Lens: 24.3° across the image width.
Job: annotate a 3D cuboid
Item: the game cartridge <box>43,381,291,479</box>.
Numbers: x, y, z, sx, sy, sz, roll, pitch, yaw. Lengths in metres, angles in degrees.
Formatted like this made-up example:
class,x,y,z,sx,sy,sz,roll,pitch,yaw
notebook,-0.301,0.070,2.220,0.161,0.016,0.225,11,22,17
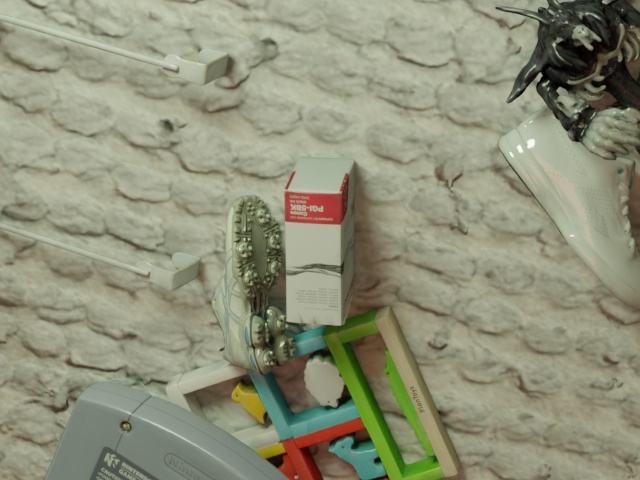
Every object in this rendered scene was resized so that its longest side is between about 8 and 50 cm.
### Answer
class,x,y,z,sx,sy,sz,roll,pitch,yaw
game cartridge,-0.138,0.278,1.518,0.297,0.062,0.198,31,114,10

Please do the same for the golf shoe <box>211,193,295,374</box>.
class,x,y,z,sx,sy,sz,roll,pitch,yaw
golf shoe,-0.081,0.043,1.450,0.086,0.069,0.176,0,98,40

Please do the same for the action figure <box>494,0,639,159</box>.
class,x,y,z,sx,sy,sz,roll,pitch,yaw
action figure,0.278,-0.130,1.278,0.276,0.141,0.164,40,88,-10

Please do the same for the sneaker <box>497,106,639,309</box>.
class,x,y,z,sx,sy,sz,roll,pitch,yaw
sneaker,0.259,-0.033,1.365,0.094,0.080,0.212,-37,103,6

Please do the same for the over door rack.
class,x,y,z,sx,sy,sz,roll,pitch,yaw
over door rack,-0.265,-0.090,1.399,0.324,0.108,0.239,13,114,3

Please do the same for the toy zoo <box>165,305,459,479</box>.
class,x,y,z,sx,sy,sz,roll,pitch,yaw
toy zoo,-0.028,0.196,1.521,0.293,0.030,0.192,-20,108,16

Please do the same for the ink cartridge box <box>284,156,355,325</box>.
class,x,y,z,sx,sy,sz,roll,pitch,yaw
ink cartridge box,0.000,0.000,1.399,0.056,0.099,0.135,3,112,8
